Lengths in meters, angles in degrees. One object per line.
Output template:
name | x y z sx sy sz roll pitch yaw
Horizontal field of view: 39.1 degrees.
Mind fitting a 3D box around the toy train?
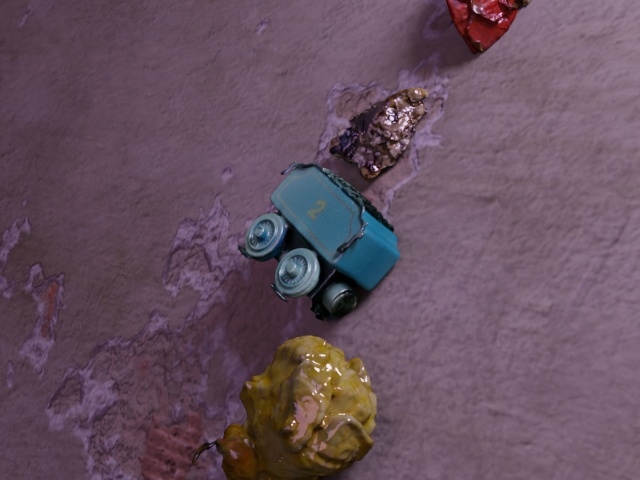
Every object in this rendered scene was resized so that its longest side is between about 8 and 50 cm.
toy train | 0.000 0.000 1.179 0.163 0.112 0.203 -49 47 5

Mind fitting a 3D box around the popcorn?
popcorn | -0.032 0.211 1.077 0.195 0.173 0.168 -39 63 28

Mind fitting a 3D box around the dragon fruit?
dragon fruit | 0.213 -0.340 1.166 0.106 0.083 0.162 -19 57 32

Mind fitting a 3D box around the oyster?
oyster | 0.082 -0.155 1.216 0.148 0.051 0.103 -46 54 2
